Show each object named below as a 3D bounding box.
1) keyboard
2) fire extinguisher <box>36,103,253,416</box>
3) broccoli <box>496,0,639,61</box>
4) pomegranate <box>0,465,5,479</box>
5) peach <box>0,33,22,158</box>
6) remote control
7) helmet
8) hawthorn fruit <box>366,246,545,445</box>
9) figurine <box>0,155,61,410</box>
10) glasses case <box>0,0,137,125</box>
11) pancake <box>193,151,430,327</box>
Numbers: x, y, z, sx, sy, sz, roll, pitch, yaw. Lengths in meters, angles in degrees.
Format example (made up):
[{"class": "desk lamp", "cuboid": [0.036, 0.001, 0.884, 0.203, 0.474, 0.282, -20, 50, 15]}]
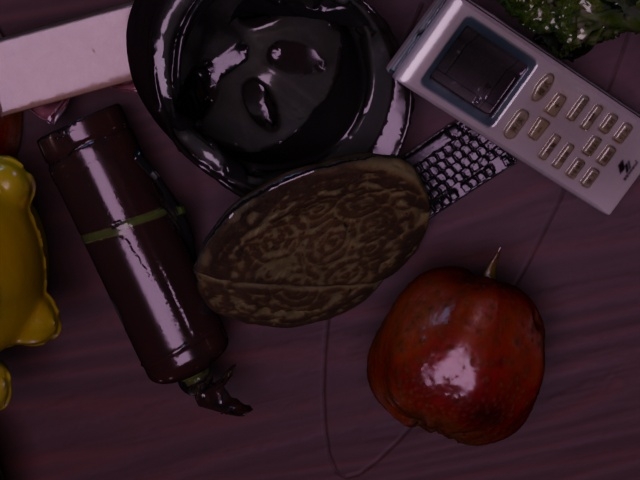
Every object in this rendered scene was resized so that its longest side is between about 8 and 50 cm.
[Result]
[{"class": "keyboard", "cuboid": [0.087, -0.047, 1.954, 0.231, 0.023, 0.072, -33, 93, 11]}, {"class": "fire extinguisher", "cuboid": [-0.167, 0.029, 1.943, 0.105, 0.141, 0.341, -28, 94, -28]}, {"class": "broccoli", "cuboid": [0.306, -0.299, 1.733, 0.321, 0.304, 0.283, -38, 61, 4]}, {"class": "pomegranate", "cuboid": [-0.510, 0.271, 1.981, 0.358, 0.216, 0.310, 42, 105, -1]}, {"class": "peach", "cuboid": [-0.406, -0.121, 1.975, 0.189, 0.068, 0.279, -6, 100, 10]}, {"class": "remote control", "cuboid": [0.204, -0.134, 1.857, 0.277, 0.055, 0.103, 30, 103, -24]}, {"class": "helmet", "cuboid": [-0.066, -0.171, 1.865, 0.225, 0.177, 0.305, -51, 127, -2]}, {"class": "hawthorn fruit", "cuboid": [0.142, 0.100, 1.904, 0.179, 0.179, 0.200, 15, 85, 4]}, {"class": "figurine", "cuboid": [-0.434, 0.026, 1.913, 0.340, 0.231, 0.323, -4, 103, 9]}, {"class": "glasses case", "cuboid": [-0.242, -0.180, 1.942, 0.194, 0.070, 0.102, -16, 104, 0]}, {"class": "pancake", "cuboid": [0.000, 0.001, 1.882, 0.250, 0.250, 0.031, -34, 52, 11]}]
